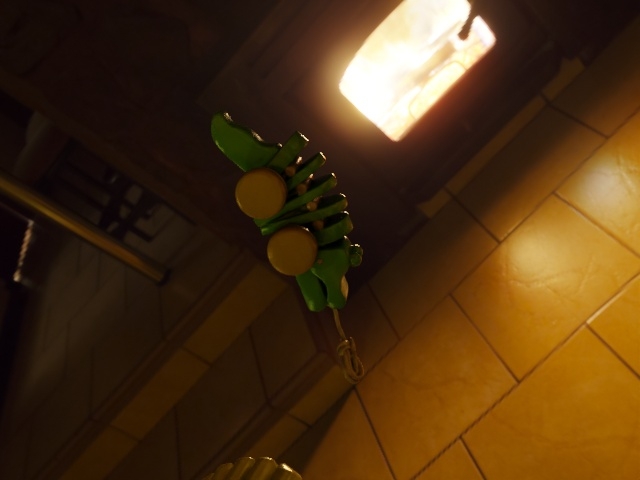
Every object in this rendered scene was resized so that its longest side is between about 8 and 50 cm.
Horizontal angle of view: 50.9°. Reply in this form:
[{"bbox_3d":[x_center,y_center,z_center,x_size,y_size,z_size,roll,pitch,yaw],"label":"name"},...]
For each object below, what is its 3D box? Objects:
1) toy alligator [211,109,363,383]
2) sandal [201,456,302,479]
[{"bbox_3d":[0.000,0.000,0.404,0.051,0.190,0.056,-25,15,15],"label":"toy alligator"},{"bbox_3d":[0.011,0.249,0.483,0.317,0.138,0.126,-2,37,38],"label":"sandal"}]
